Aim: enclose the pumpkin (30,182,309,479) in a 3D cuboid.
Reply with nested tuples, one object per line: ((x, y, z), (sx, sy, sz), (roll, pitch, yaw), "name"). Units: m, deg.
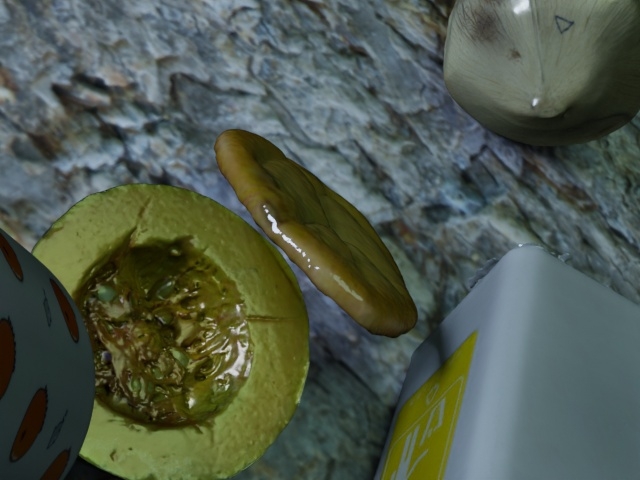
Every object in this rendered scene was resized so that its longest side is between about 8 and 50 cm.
((-0.128, 0.077, 1.097), (0.217, 0.110, 0.217), (13, 65, -29), "pumpkin")

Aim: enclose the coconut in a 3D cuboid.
((0.217, -0.189, 1.436), (0.224, 0.224, 0.224), (17, 50, -22), "coconut")

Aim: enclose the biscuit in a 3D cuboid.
((0.004, -0.003, 1.198), (0.203, 0.041, 0.260), (42, 10, -28), "biscuit")

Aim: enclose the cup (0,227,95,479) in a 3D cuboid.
((-0.246, 0.067, 0.853), (0.212, 0.317, 0.212), (-1, 79, 5), "cup")

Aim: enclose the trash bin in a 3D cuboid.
((0.170, 0.211, 1.103), (0.296, 0.256, 0.368), (28, 39, -11), "trash bin")
